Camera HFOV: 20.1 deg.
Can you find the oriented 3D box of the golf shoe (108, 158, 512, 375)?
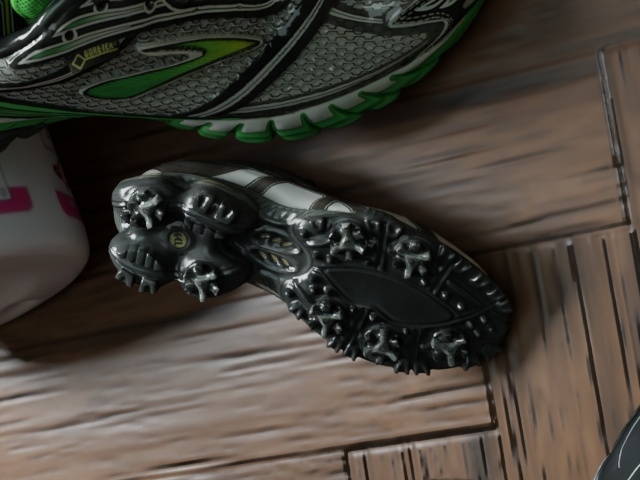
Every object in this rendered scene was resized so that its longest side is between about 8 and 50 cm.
[{"bbox_3d":[0.000,0.000,0.873,0.198,0.094,0.077,20,114,2],"label":"golf shoe"}]

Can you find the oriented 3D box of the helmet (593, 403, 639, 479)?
[{"bbox_3d":[0.203,0.110,0.705,0.161,0.169,0.169,-35,72,41],"label":"helmet"}]

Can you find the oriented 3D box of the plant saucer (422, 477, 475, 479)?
[{"bbox_3d":[0.059,0.213,0.855,0.199,0.036,0.198,-1,88,30],"label":"plant saucer"}]

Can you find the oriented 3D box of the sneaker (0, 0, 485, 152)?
[{"bbox_3d":[-0.077,-0.113,0.818,0.344,0.146,0.134,-13,77,-9],"label":"sneaker"}]

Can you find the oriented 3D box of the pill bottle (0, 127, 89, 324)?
[{"bbox_3d":[-0.241,-0.092,0.956,0.160,0.160,0.283,-28,75,26],"label":"pill bottle"}]
